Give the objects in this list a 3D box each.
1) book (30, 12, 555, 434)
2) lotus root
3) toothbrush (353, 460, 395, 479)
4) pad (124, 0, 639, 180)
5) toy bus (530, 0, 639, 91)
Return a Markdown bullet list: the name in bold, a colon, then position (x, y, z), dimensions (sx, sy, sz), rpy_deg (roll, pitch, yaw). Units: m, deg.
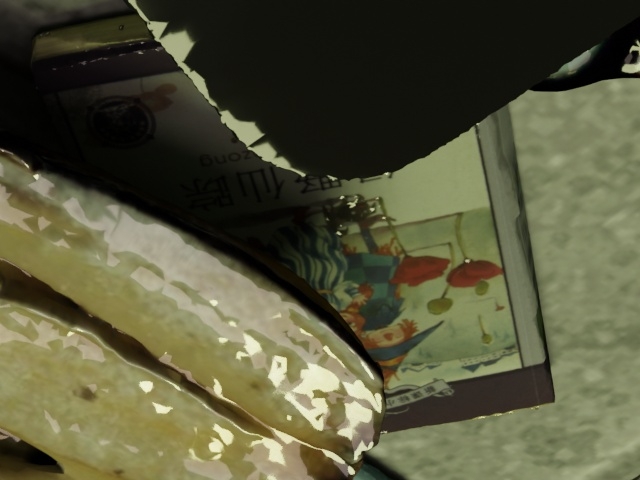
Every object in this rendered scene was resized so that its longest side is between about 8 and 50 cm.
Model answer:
- **book**: position (0.000, 0.001, 0.622), dimensions (0.157, 0.026, 0.231), rpy_deg (-9, 136, 8)
- **lotus root**: position (-0.136, 0.014, 0.586), dimensions (0.329, 0.078, 0.167), rpy_deg (29, 115, -11)
- **toothbrush**: position (0.067, 0.141, 0.778), dimensions (0.019, 0.016, 0.219), rpy_deg (-35, 128, 28)
- **pad**: position (-0.029, -0.181, 0.351), dimensions (0.315, 0.063, 0.375), rpy_deg (-33, 127, 6)
- **toy bus**: position (-0.017, -0.118, 0.450), dimensions (0.408, 0.093, 0.092), rpy_deg (10, 127, -14)
